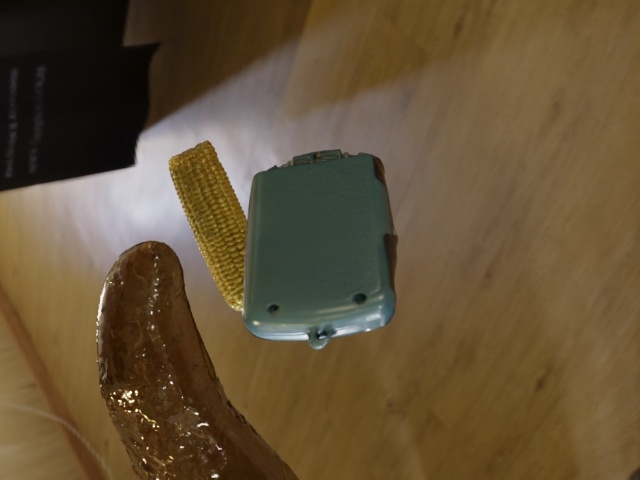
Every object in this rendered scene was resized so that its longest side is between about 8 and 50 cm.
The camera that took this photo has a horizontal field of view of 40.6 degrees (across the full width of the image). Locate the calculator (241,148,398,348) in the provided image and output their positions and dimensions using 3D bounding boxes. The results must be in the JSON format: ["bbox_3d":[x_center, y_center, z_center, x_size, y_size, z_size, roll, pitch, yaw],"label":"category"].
[{"bbox_3d":[0.000,0.000,0.970,0.051,0.172,0.293,76,-170,-46],"label":"calculator"}]

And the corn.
[{"bbox_3d":[-0.143,-0.020,1.231,0.081,0.081,0.248,-20,92,55],"label":"corn"}]

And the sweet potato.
[{"bbox_3d":[-0.081,0.161,0.641,0.341,0.114,0.092,62,171,-21],"label":"sweet potato"}]
